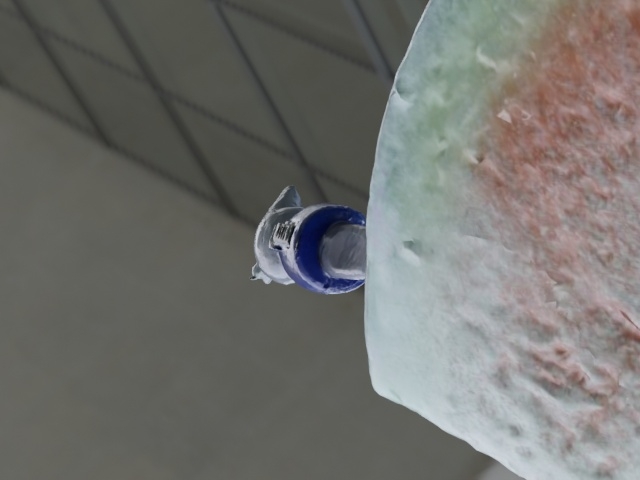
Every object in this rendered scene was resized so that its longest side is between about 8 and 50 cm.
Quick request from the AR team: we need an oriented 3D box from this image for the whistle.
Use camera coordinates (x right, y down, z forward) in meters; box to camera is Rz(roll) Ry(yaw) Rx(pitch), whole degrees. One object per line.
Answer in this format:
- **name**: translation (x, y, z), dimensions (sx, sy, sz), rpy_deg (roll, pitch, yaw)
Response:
- **whistle**: translation (0.000, 0.000, 0.615), dimensions (0.083, 0.029, 0.033), rpy_deg (9, -97, 63)

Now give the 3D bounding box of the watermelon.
- **watermelon**: translation (0.133, 0.007, 0.432), dimensions (0.289, 0.320, 0.214), rpy_deg (-18, -119, 21)
